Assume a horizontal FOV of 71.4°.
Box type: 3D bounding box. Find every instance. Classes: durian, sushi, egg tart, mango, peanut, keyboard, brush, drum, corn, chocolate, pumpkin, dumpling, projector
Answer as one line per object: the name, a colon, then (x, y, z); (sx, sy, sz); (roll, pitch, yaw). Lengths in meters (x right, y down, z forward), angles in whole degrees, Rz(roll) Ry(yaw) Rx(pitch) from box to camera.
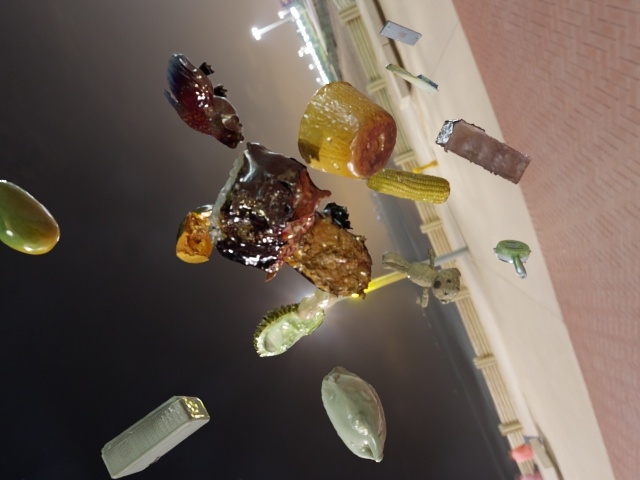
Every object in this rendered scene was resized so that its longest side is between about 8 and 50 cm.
durian: (-0.151, 0.384, 1.967); (0.198, 0.394, 0.163); (58, -169, -1)
sushi: (0.000, 0.000, 1.239); (0.348, 0.234, 0.207); (36, 177, -15)
egg tart: (0.069, -0.222, 0.952); (0.147, 0.202, 0.202); (33, 167, 34)
mango: (-0.848, -0.068, 1.241); (0.251, 0.114, 0.156); (46, -151, -8)
peanut: (-0.013, 0.208, 1.499); (0.082, 0.187, 0.082); (46, -161, -21)
keyboard: (0.297, -0.760, 1.637); (0.176, 0.055, 0.014); (0, -123, -36)
brush: (0.261, -0.458, 1.247); (0.178, 0.030, 0.033); (18, 179, -26)
drum: (0.706, 0.067, 1.566); (0.253, 0.130, 0.049); (-98, 6, -66)
corn: (0.239, -0.152, 1.219); (0.080, 0.231, 0.080); (12, -90, -82)
chocolate: (0.520, -0.294, 1.451); (0.321, 0.112, 0.112); (20, -164, -20)
pumpkin: (-0.300, -0.033, 1.174); (0.119, 0.183, 0.108); (48, -166, -46)
dumpling: (0.094, 0.382, 1.011); (0.217, 0.149, 0.105); (58, 151, 19)
sushi: (-0.115, -0.037, 0.893); (0.182, 0.196, 0.343); (32, 159, 1)
projector: (-0.472, 0.560, 1.296); (0.099, 0.256, 0.192); (52, 171, 20)

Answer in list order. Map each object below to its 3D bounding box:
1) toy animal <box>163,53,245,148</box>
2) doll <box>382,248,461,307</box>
toy animal: (-0.217, -0.233, 0.844); (0.218, 0.116, 0.179); (67, 177, -58)
doll: (0.344, 0.106, 1.527); (0.091, 0.203, 0.286); (2, -137, -48)
